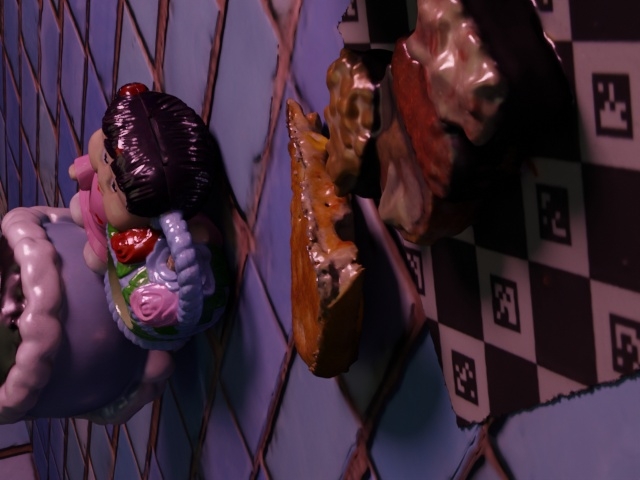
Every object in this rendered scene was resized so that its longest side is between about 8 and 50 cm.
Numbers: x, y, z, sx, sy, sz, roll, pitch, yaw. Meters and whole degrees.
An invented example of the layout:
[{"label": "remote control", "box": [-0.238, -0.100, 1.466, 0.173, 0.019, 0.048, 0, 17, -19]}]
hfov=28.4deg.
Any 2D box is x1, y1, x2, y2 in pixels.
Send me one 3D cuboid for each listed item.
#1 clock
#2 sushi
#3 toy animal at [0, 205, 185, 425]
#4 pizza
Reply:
[{"label": "clock", "box": [-0.135, -0.015, 1.030, 0.195, 0.100, 0.194, 125, 127, -65]}, {"label": "sushi", "box": [0.062, -0.051, 0.564, 0.290, 0.050, 0.264, 136, 121, -65]}, {"label": "toy animal", "box": [-0.221, 0.077, 1.171, 0.156, 0.204, 0.208, 10, 91, 52]}, {"label": "pizza", "box": [0.000, 0.000, 0.766, 0.184, 0.036, 0.176, 98, 167, -61]}]
